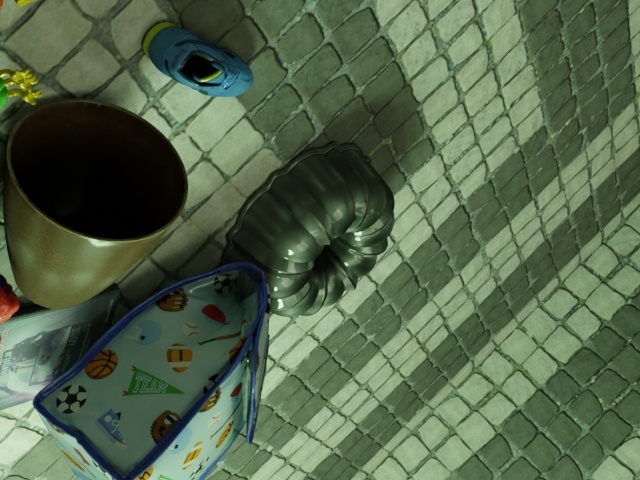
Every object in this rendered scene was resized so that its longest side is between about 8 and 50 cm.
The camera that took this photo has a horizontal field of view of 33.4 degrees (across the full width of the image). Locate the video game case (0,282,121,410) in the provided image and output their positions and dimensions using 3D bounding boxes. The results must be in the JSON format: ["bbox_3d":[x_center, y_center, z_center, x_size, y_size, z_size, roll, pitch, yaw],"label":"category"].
[{"bbox_3d":[-0.430,0.167,1.557,0.274,0.026,0.196,-15,139,-44],"label":"video game case"}]

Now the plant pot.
[{"bbox_3d":[-0.303,-0.020,1.329,0.215,0.215,0.230,-20,156,-39],"label":"plant pot"}]

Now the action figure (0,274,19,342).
[{"bbox_3d":[-0.433,-0.002,1.289,0.091,0.139,0.280,-21,120,-33],"label":"action figure"}]

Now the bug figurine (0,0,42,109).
[{"bbox_3d":[-0.415,-0.182,1.076,0.279,0.072,0.216,-30,142,-17],"label":"bug figurine"}]

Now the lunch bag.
[{"bbox_3d":[-0.217,0.238,1.693,0.385,0.239,0.328,-47,164,-24],"label":"lunch bag"}]

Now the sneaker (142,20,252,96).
[{"bbox_3d":[-0.143,-0.216,1.388,0.069,0.082,0.209,-54,152,10],"label":"sneaker"}]

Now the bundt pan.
[{"bbox_3d":[0.000,0.000,1.809,0.331,0.124,0.331,-33,148,-24],"label":"bundt pan"}]
